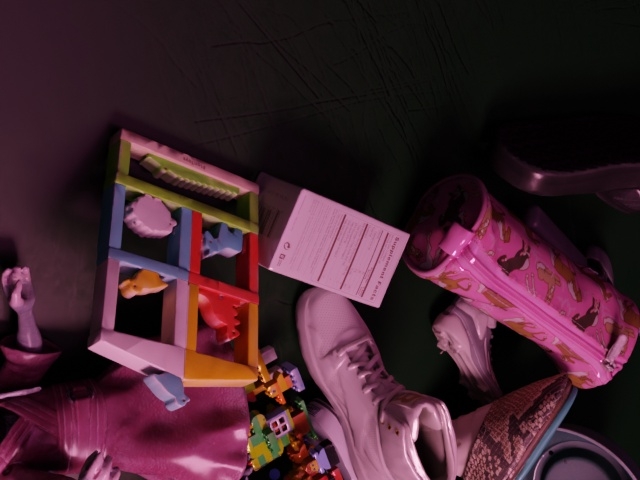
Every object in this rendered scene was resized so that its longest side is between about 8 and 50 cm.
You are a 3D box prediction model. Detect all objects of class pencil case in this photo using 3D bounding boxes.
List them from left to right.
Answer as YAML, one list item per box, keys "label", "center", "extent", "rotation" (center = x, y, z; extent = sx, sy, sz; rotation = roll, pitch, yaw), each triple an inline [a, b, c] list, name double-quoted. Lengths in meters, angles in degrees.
- label: "pencil case"
  center: [0.284, 0.061, 1.281]
  extent: [0.386, 0.167, 0.160]
  rotation: [34, 67, -27]

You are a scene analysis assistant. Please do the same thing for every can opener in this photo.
- label: "can opener"
  center: [0.376, 0.018, 1.429]
  extent: [0.283, 0.076, 0.095]
  rotation: [40, 50, -36]

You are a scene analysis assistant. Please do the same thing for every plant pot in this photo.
- label: "plant pot"
  center: [0.393, 0.418, 1.453]
  extent: [0.196, 0.293, 0.293]
  rotation: [-6, 111, -61]

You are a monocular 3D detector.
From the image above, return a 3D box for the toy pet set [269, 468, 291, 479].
- label: "toy pet set"
  center: [-0.044, 0.389, 1.276]
  extent: [0.114, 0.065, 0.122]
  rotation: [27, 86, -2]

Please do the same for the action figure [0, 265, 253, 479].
- label: "action figure"
  center: [-0.262, 0.195, 1.016]
  extent: [0.370, 0.248, 0.276]
  rotation: [-1, 147, -22]

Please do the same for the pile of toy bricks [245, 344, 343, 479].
- label: "pile of toy bricks"
  center: [-0.059, 0.252, 1.169]
  extent: [0.105, 0.118, 0.212]
  rotation: [-28, 110, -21]

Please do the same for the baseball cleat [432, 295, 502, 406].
- label: "baseball cleat"
  center: [0.242, 0.165, 1.373]
  extent: [0.109, 0.072, 0.206]
  rotation: [-48, 129, -20]

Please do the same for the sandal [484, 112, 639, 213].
- label: "sandal"
  center: [0.427, -0.109, 1.377]
  extent: [0.445, 0.168, 0.107]
  rotation: [-2, 132, -26]

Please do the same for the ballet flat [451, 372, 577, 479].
- label: "ballet flat"
  center: [0.204, 0.386, 1.348]
  extent: [0.164, 0.182, 0.483]
  rotation: [-20, 132, -67]

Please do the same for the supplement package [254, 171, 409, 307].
- label: "supplement package"
  center: [0.000, 0.000, 1.134]
  extent: [0.179, 0.105, 0.105]
  rotation: [22, 91, -37]

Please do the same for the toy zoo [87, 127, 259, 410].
- label: "toy zoo"
  center: [-0.149, 0.039, 0.986]
  extent: [0.192, 0.030, 0.293]
  rotation: [21, 55, -37]

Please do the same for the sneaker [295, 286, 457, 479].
- label: "sneaker"
  center: [0.080, 0.182, 1.155]
  extent: [0.108, 0.169, 0.293]
  rotation: [-24, 91, -33]

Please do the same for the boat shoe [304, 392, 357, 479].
- label: "boat shoe"
  center: [0.077, 0.329, 1.293]
  extent: [0.105, 0.113, 0.306]
  rotation: [-37, 107, -25]
